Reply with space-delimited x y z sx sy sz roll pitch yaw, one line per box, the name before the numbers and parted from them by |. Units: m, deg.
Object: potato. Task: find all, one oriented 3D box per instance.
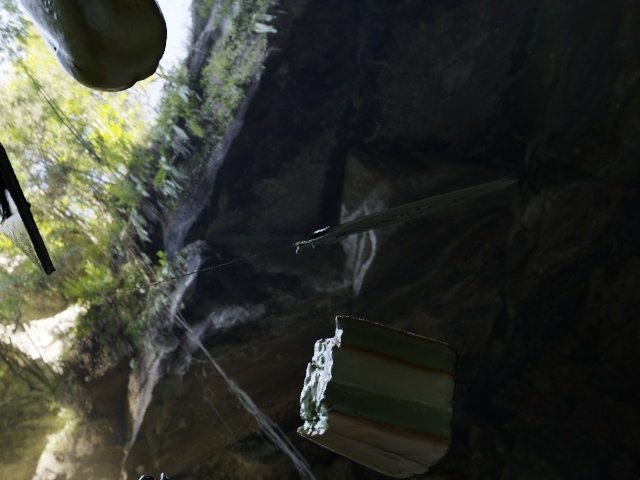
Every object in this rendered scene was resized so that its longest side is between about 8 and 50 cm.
potato | -0.265 -0.270 0.635 0.137 0.154 0.200 -33 -73 -2

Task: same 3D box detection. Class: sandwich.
sandwich | 0.071 0.235 0.812 0.227 0.198 0.155 101 -176 -54

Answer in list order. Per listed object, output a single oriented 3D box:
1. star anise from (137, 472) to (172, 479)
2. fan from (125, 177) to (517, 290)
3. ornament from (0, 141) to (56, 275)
star anise | -0.107 0.301 0.540 0.209 0.231 0.089 41 -112 -7
fan | 0.000 0.001 0.576 0.414 0.012 0.233 -16 -5 3
ornament | -0.340 -0.012 0.402 0.196 0.153 0.166 -44 -23 -35
